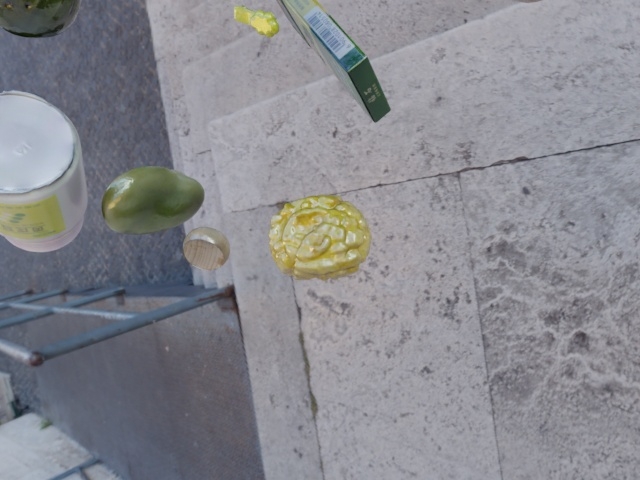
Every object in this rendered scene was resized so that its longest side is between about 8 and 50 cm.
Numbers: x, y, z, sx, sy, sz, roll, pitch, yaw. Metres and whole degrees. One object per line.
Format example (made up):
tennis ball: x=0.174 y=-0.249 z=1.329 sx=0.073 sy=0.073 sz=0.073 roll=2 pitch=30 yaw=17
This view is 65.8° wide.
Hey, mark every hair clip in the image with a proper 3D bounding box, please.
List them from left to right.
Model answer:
hair clip: x=-0.190 y=-0.660 z=1.476 sx=0.173 sy=0.046 sz=0.072 roll=37 pitch=141 yaw=26

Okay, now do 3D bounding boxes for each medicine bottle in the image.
medicine bottle: x=-0.595 y=-0.117 z=1.011 sx=0.213 sy=0.213 sz=0.379 roll=65 pitch=154 yaw=8

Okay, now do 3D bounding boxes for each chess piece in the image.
chess piece: x=-0.202 y=0.015 z=0.879 sx=0.084 sy=0.038 sz=0.083 roll=5 pitch=129 yaw=6

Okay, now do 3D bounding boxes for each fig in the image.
fig: x=-0.331 y=-0.317 z=0.597 sx=0.177 sy=0.117 sz=0.117 roll=-15 pitch=91 yaw=29

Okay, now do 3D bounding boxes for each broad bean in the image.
broad bean: x=-0.416 y=-0.099 z=1.211 sx=0.121 sy=0.263 sz=0.189 roll=40 pitch=118 yaw=28

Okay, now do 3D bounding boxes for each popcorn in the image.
popcorn: x=0.000 y=0.000 z=0.833 sx=0.180 sy=0.180 sz=0.170 roll=-60 pitch=25 yaw=32

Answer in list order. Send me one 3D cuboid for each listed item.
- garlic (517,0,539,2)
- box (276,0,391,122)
garlic: x=0.191 y=-0.285 z=0.428 sx=0.147 sy=0.102 sz=0.159 roll=-48 pitch=31 yaw=34
box: x=0.004 y=-0.273 z=0.667 sx=0.034 sy=0.132 sz=0.235 roll=-38 pitch=67 yaw=8
